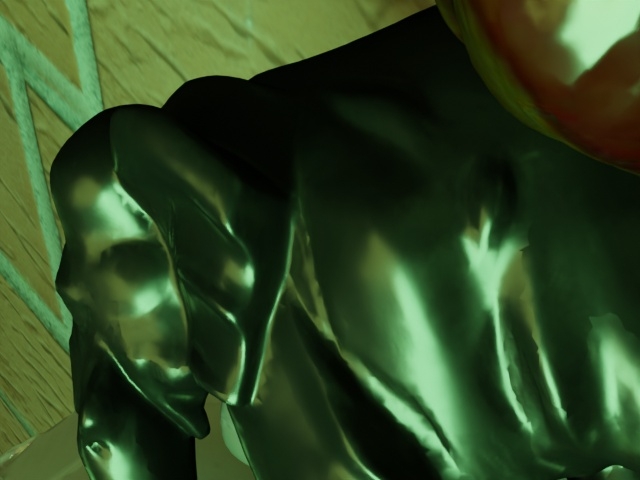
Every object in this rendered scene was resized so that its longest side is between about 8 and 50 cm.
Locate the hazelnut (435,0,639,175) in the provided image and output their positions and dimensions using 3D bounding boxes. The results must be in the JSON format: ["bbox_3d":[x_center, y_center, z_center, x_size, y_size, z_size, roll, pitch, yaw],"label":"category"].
[{"bbox_3d":[0.100,-0.133,0.401,0.212,0.181,0.181,60,179,31],"label":"hazelnut"}]

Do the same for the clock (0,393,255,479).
[{"bbox_3d":[-0.070,0.300,0.991,0.376,0.368,0.250,53,-175,-16],"label":"clock"}]

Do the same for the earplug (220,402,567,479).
[{"bbox_3d":[0.111,0.137,0.696,0.301,0.172,0.172,42,149,28],"label":"earplug"}]

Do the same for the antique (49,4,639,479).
[{"bbox_3d":[0.041,0.036,0.564,0.322,0.185,0.255,-22,86,22],"label":"antique"}]
